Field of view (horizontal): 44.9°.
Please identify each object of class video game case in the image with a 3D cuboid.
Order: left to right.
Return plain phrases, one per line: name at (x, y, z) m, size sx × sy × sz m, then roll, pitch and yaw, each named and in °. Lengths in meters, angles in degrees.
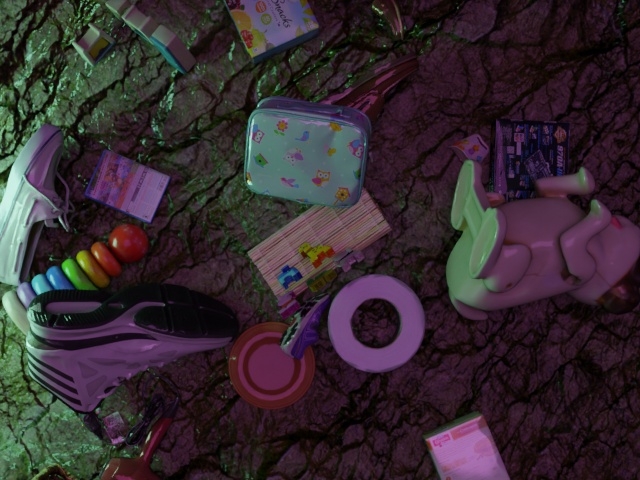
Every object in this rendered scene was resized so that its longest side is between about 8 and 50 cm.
video game case at (-0.442, -0.124, 1.778) m, size 0.166 × 0.015 × 0.119 m, roll 23°, pitch 86°, yaw -1°

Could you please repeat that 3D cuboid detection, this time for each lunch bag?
lunch bag at (-0.022, -0.198, 1.701) m, size 0.279 × 0.108 × 0.224 m, roll 10°, pitch 118°, yaw 6°

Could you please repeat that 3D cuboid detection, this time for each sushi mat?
sushi mat at (0.000, 0.000, 1.783) m, size 0.316 × 0.019 × 0.151 m, roll -35°, pitch 87°, yaw -4°

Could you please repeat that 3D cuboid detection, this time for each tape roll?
tape roll at (0.123, 0.185, 1.749) m, size 0.219 × 0.072 × 0.219 m, roll 0°, pitch 86°, yaw -1°

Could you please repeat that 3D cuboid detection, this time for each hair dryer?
hair dryer at (-0.386, 0.467, 1.708) m, size 0.223 × 0.080 × 0.294 m, roll -24°, pitch 88°, yaw -4°

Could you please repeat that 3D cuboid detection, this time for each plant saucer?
plant saucer at (-0.110, 0.283, 1.752) m, size 0.199 × 0.037 × 0.200 m, roll 0°, pitch 86°, yaw -1°

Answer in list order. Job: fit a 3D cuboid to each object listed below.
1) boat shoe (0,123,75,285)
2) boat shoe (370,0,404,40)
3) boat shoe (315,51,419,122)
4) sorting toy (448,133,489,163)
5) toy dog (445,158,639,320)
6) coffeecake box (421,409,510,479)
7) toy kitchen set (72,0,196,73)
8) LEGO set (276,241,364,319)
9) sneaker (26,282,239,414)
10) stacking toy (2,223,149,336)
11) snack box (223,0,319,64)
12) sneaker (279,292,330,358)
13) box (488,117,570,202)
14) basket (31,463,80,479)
boat shoe at (-0.615, -0.066, 1.709) m, size 0.156 × 0.136 × 0.367 m, roll 24°, pitch 89°, yaw 0°
boat shoe at (0.147, -0.540, 1.805) m, size 0.060 × 0.064 × 0.178 m, roll -20°, pitch 81°, yaw 2°
boat shoe at (0.101, -0.315, 1.771) m, size 0.307 × 0.111 × 0.105 m, roll -30°, pitch 93°, yaw 7°
sorting toy at (0.355, -0.211, 1.804) m, size 0.075 × 0.045 × 0.083 m, roll -37°, pitch 88°, yaw -23°
toy dog at (0.499, 0.040, 1.662) m, size 0.407 × 0.285 × 0.396 m, roll 5°, pitch 115°, yaw -8°
coffeecake box at (0.329, 0.497, 1.736) m, size 0.142 × 0.068 × 0.186 m, roll -22°, pitch 87°, yaw -3°
toy kitchen set at (-0.425, -0.427, 1.767) m, size 0.207 × 0.122 × 0.166 m, roll 38°, pitch 86°, yaw 21°
LEGO set at (-0.027, 0.061, 1.733) m, size 0.227 × 0.093 × 0.087 m, roll -36°, pitch 120°, yaw -9°
sneaker at (-0.415, 0.241, 1.701) m, size 0.447 × 0.169 × 0.258 m, roll 4°, pitch 123°, yaw -23°
stacking toy at (-0.526, 0.076, 1.712) m, size 0.330 × 0.141 × 0.141 m, roll -39°, pitch 88°, yaw -10°
snack box at (-0.122, -0.539, 1.789) m, size 0.174 × 0.070 × 0.207 m, roll -24°, pitch 88°, yaw -3°
sneaker at (-0.027, 0.192, 1.741) m, size 0.071 × 0.068 × 0.170 m, roll 44°, pitch 66°, yaw -22°
box at (0.482, -0.168, 1.794) m, size 0.175 × 0.051 × 0.220 m, roll 2°, pitch 86°, yaw -2°
basket at (-0.503, 0.604, 1.584) m, size 0.213 × 0.299 × 0.223 m, roll 7°, pitch 86°, yaw -2°
